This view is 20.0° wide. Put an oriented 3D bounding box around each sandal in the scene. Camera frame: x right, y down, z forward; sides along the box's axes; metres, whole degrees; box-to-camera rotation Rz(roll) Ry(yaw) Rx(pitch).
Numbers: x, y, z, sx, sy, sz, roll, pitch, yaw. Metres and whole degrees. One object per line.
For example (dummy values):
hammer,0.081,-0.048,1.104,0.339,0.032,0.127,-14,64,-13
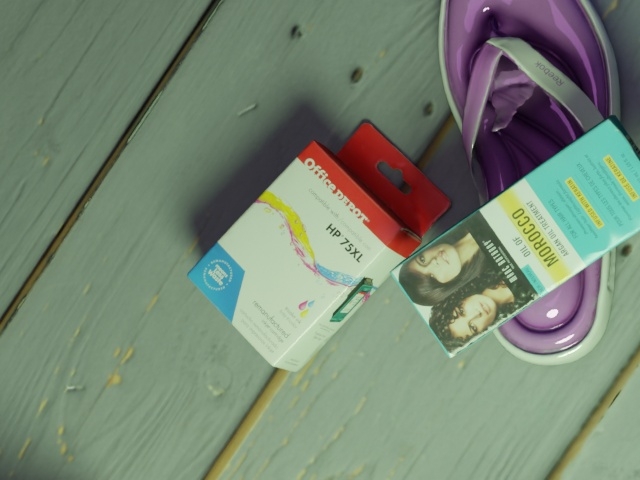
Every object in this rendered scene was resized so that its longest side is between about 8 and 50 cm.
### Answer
sandal,0.202,-0.093,1.706,0.169,0.102,0.416,-13,79,16

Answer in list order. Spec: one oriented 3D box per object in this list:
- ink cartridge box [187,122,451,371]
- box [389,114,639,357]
ink cartridge box,0.000,0.000,1.772,0.231,0.078,0.134,-47,71,5
box,0.191,-0.004,1.638,0.244,0.060,0.100,-36,87,15
